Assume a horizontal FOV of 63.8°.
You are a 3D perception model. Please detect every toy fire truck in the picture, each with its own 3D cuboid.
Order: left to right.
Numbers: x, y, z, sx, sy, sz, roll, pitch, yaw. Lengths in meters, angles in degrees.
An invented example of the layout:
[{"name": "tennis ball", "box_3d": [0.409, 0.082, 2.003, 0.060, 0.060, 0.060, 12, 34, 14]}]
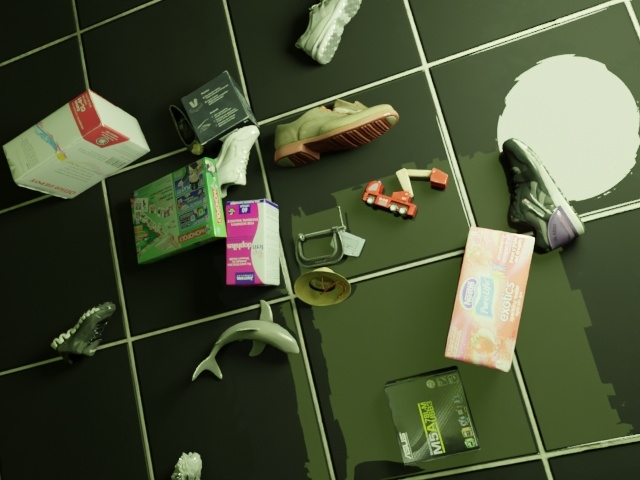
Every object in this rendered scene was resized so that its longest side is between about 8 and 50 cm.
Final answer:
[{"name": "toy fire truck", "box_3d": [0.214, -0.132, 1.310, 0.192, 0.047, 0.135, 19, 87, 17]}]

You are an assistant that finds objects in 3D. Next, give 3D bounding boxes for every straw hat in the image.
[{"name": "straw hat", "box_3d": [0.006, 0.103, 1.321, 0.144, 0.144, 0.061, -10, 42, 13]}]

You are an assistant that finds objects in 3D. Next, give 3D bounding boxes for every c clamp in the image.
[{"name": "c clamp", "box_3d": [0.000, 0.000, 1.352, 0.161, 0.022, 0.137, -18, 84, 22]}]

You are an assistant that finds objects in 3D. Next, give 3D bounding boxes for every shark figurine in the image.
[{"name": "shark figurine", "box_3d": [-0.212, 0.254, 1.335, 0.278, 0.116, 0.166, -20, 77, 9]}]

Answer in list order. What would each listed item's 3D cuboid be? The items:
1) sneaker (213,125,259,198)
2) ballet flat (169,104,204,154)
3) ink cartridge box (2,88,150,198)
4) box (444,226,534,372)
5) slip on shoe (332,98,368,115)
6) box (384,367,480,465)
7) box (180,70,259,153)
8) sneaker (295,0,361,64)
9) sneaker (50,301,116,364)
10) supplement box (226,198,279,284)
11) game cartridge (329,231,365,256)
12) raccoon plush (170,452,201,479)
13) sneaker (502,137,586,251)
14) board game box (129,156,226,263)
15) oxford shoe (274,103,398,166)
[{"name": "sneaker", "box_3d": [-0.233, -0.210, 1.422, 0.115, 0.090, 0.232, 44, 103, 9]}, {"name": "ballet flat", "box_3d": [-0.391, -0.317, 1.486, 0.057, 0.049, 0.173, -36, 76, 8]}, {"name": "ink cartridge box", "box_3d": [-0.687, -0.262, 1.463, 0.306, 0.226, 0.131, -27, 77, 9]}, {"name": "box", "box_3d": [0.383, 0.133, 1.179, 0.142, 0.154, 0.300, 11, 86, 15]}, {"name": "slip on shoe", "box_3d": [0.098, -0.350, 1.369, 0.135, 0.051, 0.041, 11, 92, 23]}, {"name": "box", "box_3d": [0.264, 0.418, 1.227, 0.184, 0.045, 0.190, -15, 79, 9]}, {"name": "box", "box_3d": [-0.280, -0.357, 1.441, 0.156, 0.093, 0.158, -28, 78, 9]}, {"name": "sneaker", "box_3d": [0.024, -0.630, 1.394, 0.115, 0.105, 0.281, 29, 91, 16]}, {"name": "sneaker", "box_3d": [-0.657, 0.270, 1.465, 0.234, 0.078, 0.106, -38, 78, 11]}, {"name": "supplement box", "box_3d": [-0.177, 0.010, 1.358, 0.111, 0.114, 0.220, -4, 84, 14]}, {"name": "game cartridge", "box_3d": [0.069, 0.009, 1.345, 0.083, 0.017, 0.056, 23, 85, 16]}, {"name": "raccoon plush", "box_3d": [-0.288, 0.790, 1.245, 0.299, 0.216, 0.446, 16, 87, 8]}, {"name": "sneaker", "box_3d": [0.489, -0.106, 1.212, 0.124, 0.107, 0.283, -32, 76, 14]}, {"name": "board game box", "box_3d": [-0.397, -0.073, 1.403, 0.317, 0.046, 0.213, -17, 79, 32]}, {"name": "oxford shoe", "box_3d": [0.026, -0.300, 1.326, 0.348, 0.123, 0.130, -14, 75, 21]}]
